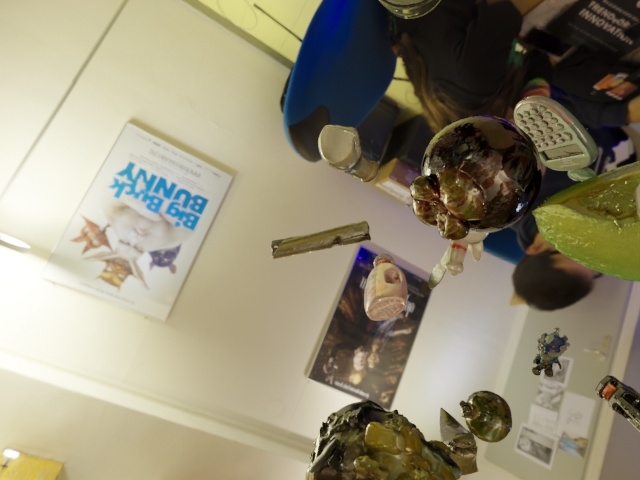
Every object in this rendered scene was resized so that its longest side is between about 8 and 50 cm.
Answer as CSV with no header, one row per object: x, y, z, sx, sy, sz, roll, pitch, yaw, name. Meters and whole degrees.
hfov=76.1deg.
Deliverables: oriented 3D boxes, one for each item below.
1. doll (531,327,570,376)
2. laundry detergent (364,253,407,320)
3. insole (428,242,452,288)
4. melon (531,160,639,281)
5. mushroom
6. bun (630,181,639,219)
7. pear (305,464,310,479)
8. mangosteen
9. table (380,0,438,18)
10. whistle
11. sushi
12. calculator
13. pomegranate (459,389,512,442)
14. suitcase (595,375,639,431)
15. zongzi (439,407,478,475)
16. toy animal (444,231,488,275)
0.730,0.349,1.300,0.096,0.195,0.070,-3,123,47,doll
0.232,0.151,1.466,0.159,0.335,0.088,-25,110,19,laundry detergent
0.376,0.082,1.270,0.004,0.064,0.188,7,129,-14,insole
0.726,-0.072,0.990,0.226,0.331,0.343,11,177,-23,melon
0.069,-0.212,1.012,0.118,0.103,0.270,27,-175,20,mushroom
0.623,-0.026,0.591,0.263,0.175,0.263,3,161,1,bun
0.109,0.787,1.331,0.318,0.343,0.238,11,167,4,pear
0.252,-0.102,0.672,0.209,0.210,0.210,22,168,5,mangosteen
0.139,-0.416,0.624,0.126,0.126,0.220,23,-152,3,table
0.000,0.001,1.316,0.326,0.068,0.057,-11,152,3,whistle
0.169,0.542,0.942,0.328,0.329,0.285,47,134,-11,sushi
0.654,-0.278,1.132,0.299,0.041,0.185,45,173,-9,calculator
0.427,0.446,1.047,0.130,0.130,0.130,22,168,5,pomegranate
0.795,0.442,0.934,0.206,0.066,0.285,31,-167,0,suitcase
0.391,0.553,1.198,0.094,0.204,0.205,-13,135,6,zongzi
0.350,-0.064,0.933,0.140,0.283,0.138,9,157,-31,toy animal
